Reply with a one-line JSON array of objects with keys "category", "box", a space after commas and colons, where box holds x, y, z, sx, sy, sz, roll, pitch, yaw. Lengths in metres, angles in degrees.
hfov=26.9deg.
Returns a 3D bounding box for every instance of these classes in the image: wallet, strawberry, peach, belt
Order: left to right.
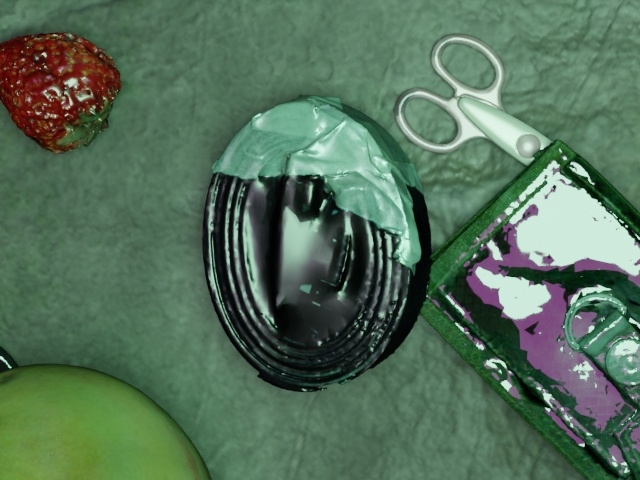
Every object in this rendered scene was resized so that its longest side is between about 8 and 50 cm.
[{"category": "peach", "box": [-0.199, 0.221, 0.876, 0.292, 0.292, 0.247, -44, 49, 7]}, {"category": "strawberry", "box": [-0.186, -0.106, 0.923, 0.096, 0.083, 0.083, 24, 97, 7]}, {"category": "belt", "box": [0.000, 0.000, 0.907, 0.151, 0.078, 0.198, -3, 94, 19]}, {"category": "wallet", "box": [0.190, 0.064, 0.924, 0.236, 0.055, 0.160, 44, 103, -2]}]

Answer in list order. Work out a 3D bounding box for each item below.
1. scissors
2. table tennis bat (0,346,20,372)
[{"category": "scissors", "box": [0.140, -0.069, 0.933, 0.176, 0.022, 0.085, 35, 95, 2]}, {"category": "table tennis bat", "box": [-0.277, 0.093, 0.975, 0.150, 0.027, 0.236, 11, 98, 0]}]
